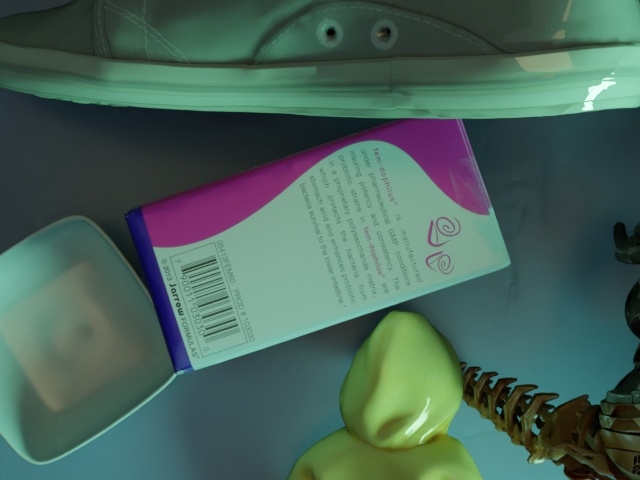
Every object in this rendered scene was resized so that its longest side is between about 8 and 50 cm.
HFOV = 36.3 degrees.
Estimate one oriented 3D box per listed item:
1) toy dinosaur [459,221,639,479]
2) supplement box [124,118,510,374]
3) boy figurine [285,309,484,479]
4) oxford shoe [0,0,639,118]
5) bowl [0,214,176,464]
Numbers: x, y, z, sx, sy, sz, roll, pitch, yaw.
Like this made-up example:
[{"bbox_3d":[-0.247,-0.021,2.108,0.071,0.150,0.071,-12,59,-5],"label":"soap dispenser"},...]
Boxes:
[{"bbox_3d":[0.227,0.093,0.586,0.322,0.164,0.218,13,62,20],"label":"toy dinosaur"},{"bbox_3d":[0.000,0.000,0.656,0.220,0.114,0.111,-18,87,2],"label":"supplement box"},{"bbox_3d":[0.044,0.190,0.659,0.177,0.092,0.285,-3,85,28],"label":"boy figurine"},{"bbox_3d":[-0.031,-0.139,0.581,0.449,0.169,0.130,4,102,30],"label":"oxford shoe"},{"bbox_3d":[-0.179,0.068,0.689,0.142,0.053,0.142,-34,89,1],"label":"bowl"}]
